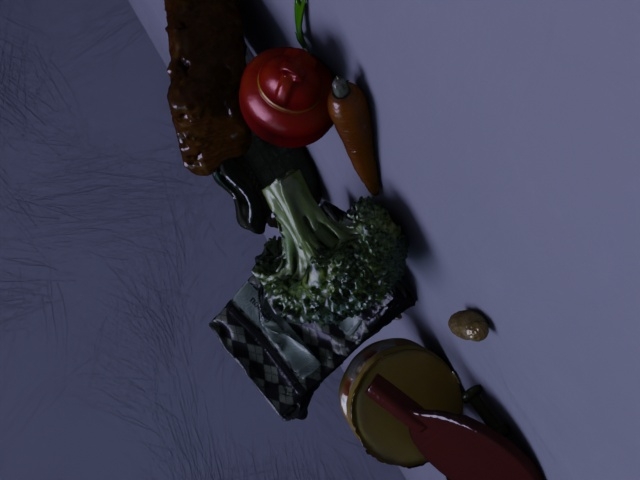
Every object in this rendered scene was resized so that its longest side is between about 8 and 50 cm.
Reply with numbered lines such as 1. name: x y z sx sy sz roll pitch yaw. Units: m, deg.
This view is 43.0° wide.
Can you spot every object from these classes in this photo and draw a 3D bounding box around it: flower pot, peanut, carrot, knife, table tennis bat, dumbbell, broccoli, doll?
1. flower pot: -0.136 -0.151 2.045 0.302 0.213 0.302 58 170 17
2. peanut: 0.257 0.148 1.405 0.054 0.054 0.113 61 170 -6
3. carrot: 0.068 -0.176 1.417 0.069 0.069 0.336 54 175 31
4. knife: -0.030 -0.374 1.417 0.078 0.022 0.166 51 169 20
5. table tennis bat: 0.269 0.414 1.651 0.414 0.051 0.268 36 148 5
6. dumbbell: 0.331 0.348 1.627 0.118 0.046 0.052 55 174 23
7. broccoli: 0.019 0.008 1.586 0.375 0.249 0.302 -11 88 55
8. doll: -0.058 -0.255 1.453 0.182 0.160 0.363 26 172 -1

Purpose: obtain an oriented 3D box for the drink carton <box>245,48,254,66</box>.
1. drink carton: -0.219 -0.410 2.043 0.134 0.101 0.222 57 170 5

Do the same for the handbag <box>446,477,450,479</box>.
1. handbag: 0.394 0.640 2.011 0.211 0.088 0.254 38 158 38

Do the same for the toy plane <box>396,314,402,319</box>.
1. toy plane: 0.099 0.142 2.026 0.316 0.103 0.204 45 161 58

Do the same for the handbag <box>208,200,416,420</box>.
1. handbag: -0.018 0.169 1.813 0.317 0.416 0.180 53 -163 28

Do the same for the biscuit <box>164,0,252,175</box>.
1. biscuit: -0.236 -0.375 1.724 0.343 0.166 0.395 105 160 -70

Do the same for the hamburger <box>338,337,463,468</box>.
1. hamburger: 0.191 0.365 1.837 0.302 0.261 0.186 33 179 -9
